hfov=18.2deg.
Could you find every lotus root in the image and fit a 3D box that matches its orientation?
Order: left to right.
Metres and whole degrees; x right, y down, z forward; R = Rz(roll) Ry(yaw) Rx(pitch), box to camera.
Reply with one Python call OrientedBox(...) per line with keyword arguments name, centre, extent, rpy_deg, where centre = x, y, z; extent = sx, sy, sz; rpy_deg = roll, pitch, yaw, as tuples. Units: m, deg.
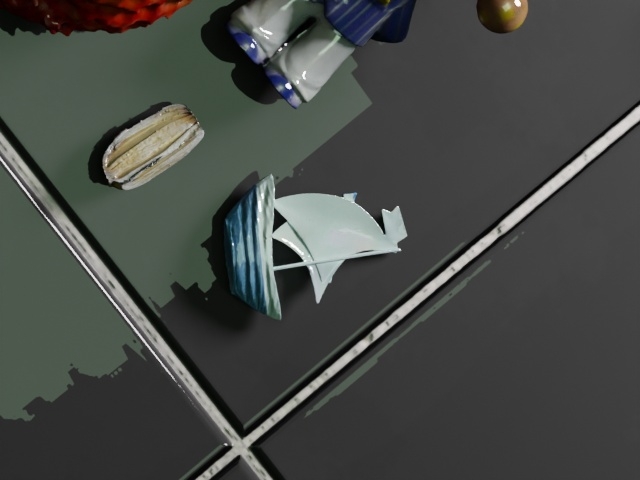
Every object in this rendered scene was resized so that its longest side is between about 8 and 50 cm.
OrientedBox(name="lotus root", centre=(-0.127, -0.068, 1.469), extent=(0.083, 0.030, 0.037), rpy_deg=(-35, 74, -15))

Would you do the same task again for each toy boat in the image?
OrientedBox(name="toy boat", centre=(-0.009, -0.008, 1.510), extent=(0.149, 0.034, 0.105), rpy_deg=(-29, 106, -12))

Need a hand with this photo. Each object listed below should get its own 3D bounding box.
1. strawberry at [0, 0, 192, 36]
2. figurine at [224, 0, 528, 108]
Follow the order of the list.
OrientedBox(name="strawberry", centre=(-0.150, -0.227, 1.331), extent=(0.205, 0.244, 0.205), rpy_deg=(-3, 99, -17))
OrientedBox(name="figurine", centre=(0.064, -0.209, 1.471), extent=(0.194, 0.133, 0.274), rpy_deg=(28, 97, -2))
